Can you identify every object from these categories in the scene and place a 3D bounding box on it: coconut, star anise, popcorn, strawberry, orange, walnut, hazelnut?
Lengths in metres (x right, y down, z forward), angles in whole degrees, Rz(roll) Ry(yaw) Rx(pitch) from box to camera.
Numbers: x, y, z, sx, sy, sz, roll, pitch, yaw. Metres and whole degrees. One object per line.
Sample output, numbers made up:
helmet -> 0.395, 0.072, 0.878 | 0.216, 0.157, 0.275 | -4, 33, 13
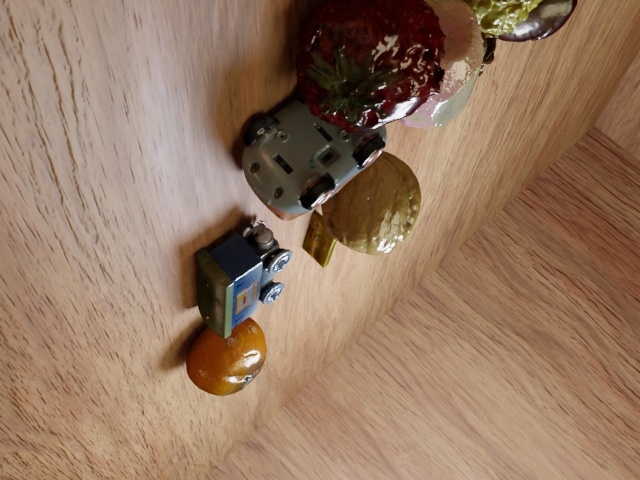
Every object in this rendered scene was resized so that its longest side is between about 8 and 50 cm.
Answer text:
coconut -> 0.203, -0.350, 1.594 | 0.233, 0.233, 0.245 | -43, 168, -9
star anise -> 0.395, -0.461, 2.049 | 0.168, 0.057, 0.168 | -42, 163, -16
popcorn -> 0.361, -0.529, 1.630 | 0.218, 0.189, 0.169 | -43, 169, -13
strawberry -> 0.091, -0.331, 1.382 | 0.274, 0.274, 0.221 | 111, -3, -50
orange -> -0.238, 0.298, 2.063 | 0.224, 0.170, 0.224 | -43, 163, -16
walnut -> 0.124, -0.096, 1.962 | 0.257, 0.257, 0.224 | -49, -174, 9
hazelnut -> 0.459, -0.551, 1.797 | 0.229, 0.229, 0.229 | -41, 161, -17

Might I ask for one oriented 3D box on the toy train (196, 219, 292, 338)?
toy train -> -0.178, 0.089, 1.817 | 0.202, 0.131, 0.300 | -35, 159, -25

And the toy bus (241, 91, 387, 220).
toy bus -> -0.017, -0.160, 1.565 | 0.287, 0.194, 0.232 | -41, 169, -19

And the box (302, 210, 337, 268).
box -> 0.000, 0.000, 2.096 | 0.022, 0.089, 0.156 | -38, 162, -32
